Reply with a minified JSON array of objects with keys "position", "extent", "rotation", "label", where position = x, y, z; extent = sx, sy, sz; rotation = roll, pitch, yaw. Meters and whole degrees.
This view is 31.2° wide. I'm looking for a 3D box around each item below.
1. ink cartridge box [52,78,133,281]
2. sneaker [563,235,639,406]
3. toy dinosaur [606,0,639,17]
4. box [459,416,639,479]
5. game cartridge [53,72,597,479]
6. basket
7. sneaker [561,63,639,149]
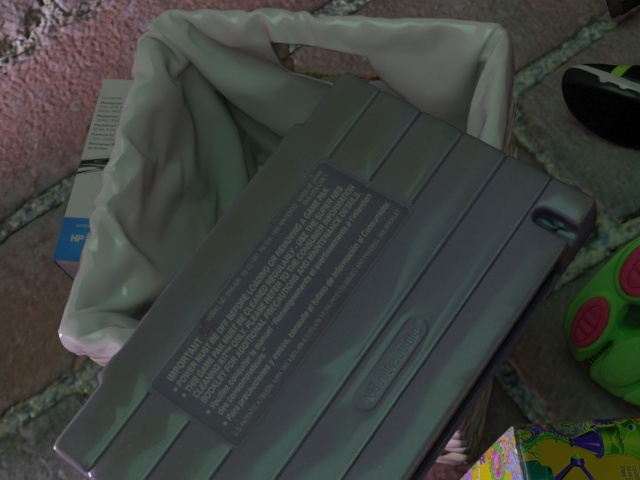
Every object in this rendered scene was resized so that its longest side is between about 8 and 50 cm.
[{"position":[-0.177,-0.039,1.143],"extent":[0.086,0.148,0.203],"rotation":[4,67,16],"label":"ink cartridge box"},{"position":[0.439,-0.003,0.982],"extent":[0.483,0.202,0.185],"rotation":[-32,83,15],"label":"sneaker"},{"position":[0.355,-0.323,1.173],"extent":[0.160,0.121,0.313],"rotation":[-17,57,20],"label":"toy dinosaur"},{"position":[0.269,0.287,0.822],"extent":[0.279,0.177,0.289],"rotation":[-1,63,-11],"label":"box"},{"position":[0.004,0.064,0.807],"extent":[0.230,0.068,0.355],"rotation":[30,74,27],"label":"game cartridge"},{"position":[0.000,0.000,1.018],"extent":[0.329,0.266,0.331],"rotation":[5,67,15],"label":"basket"},{"position":[0.354,-0.140,1.114],"extent":[0.235,0.084,0.097],"rotation":[16,64,11],"label":"sneaker"}]
